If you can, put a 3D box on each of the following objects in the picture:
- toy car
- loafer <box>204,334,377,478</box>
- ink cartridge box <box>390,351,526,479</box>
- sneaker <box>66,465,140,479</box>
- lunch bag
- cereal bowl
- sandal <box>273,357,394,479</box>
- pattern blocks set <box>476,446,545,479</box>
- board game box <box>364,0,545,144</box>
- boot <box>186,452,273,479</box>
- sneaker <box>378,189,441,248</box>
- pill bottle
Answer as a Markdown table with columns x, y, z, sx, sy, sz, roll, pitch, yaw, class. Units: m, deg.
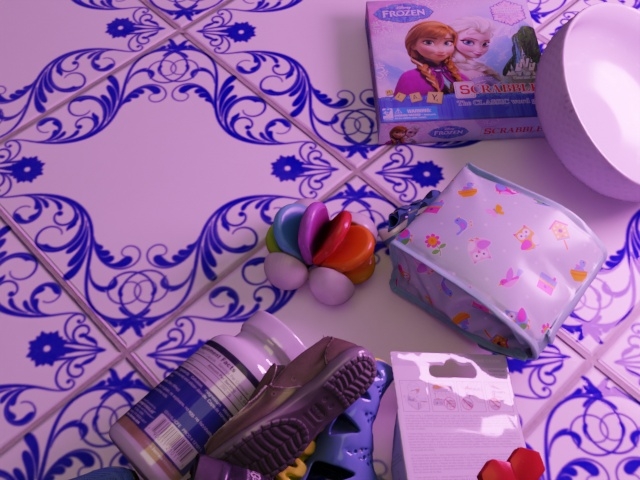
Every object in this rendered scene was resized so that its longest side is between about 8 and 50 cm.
| x | y | z | sx | sy | sz | roll | pitch | yaw | class |
| --- | --- | --- | --- | --- | --- | --- | --- | --- | --- |
| 0.000 | 0.000 | 1.204 | 0.182 | 0.136 | 0.159 | 18 | 60 | 12 | toy car |
| -0.044 | 0.211 | 0.977 | 0.251 | 0.094 | 0.087 | -35 | 37 | -11 | loafer |
| 0.185 | 0.271 | 1.041 | 0.189 | 0.066 | 0.232 | 5 | 54 | -19 | ink cartridge box |
| -0.380 | 0.377 | 0.961 | 0.330 | 0.147 | 0.130 | -24 | 60 | -15 | sneaker |
| 0.269 | 0.037 | 1.167 | 0.262 | 0.160 | 0.223 | 32 | 62 | 25 | lunch bag |
| 0.490 | -0.216 | 1.301 | 0.339 | 0.141 | 0.339 | 9 | 69 | -25 | cereal bowl |
| 0.021 | 0.304 | 1.029 | 0.138 | 0.126 | 0.317 | 28 | 70 | 13 | sandal |
| 0.154 | 0.399 | 0.819 | 0.325 | 0.026 | 0.285 | -21 | 75 | -19 | pattern blocks set |
| 0.253 | -0.327 | 1.452 | 0.318 | 0.066 | 0.318 | -3 | 57 | -2 | board game box |
| 0.010 | 0.480 | 0.890 | 0.445 | 0.146 | 0.367 | 21 | 96 | -8 | boot |
| 0.149 | -0.040 | 1.269 | 0.059 | 0.053 | 0.144 | 41 | 63 | 0 | sneaker |
| -0.139 | 0.225 | 1.052 | 0.153 | 0.153 | 0.264 | 40 | 66 | 22 | pill bottle |
